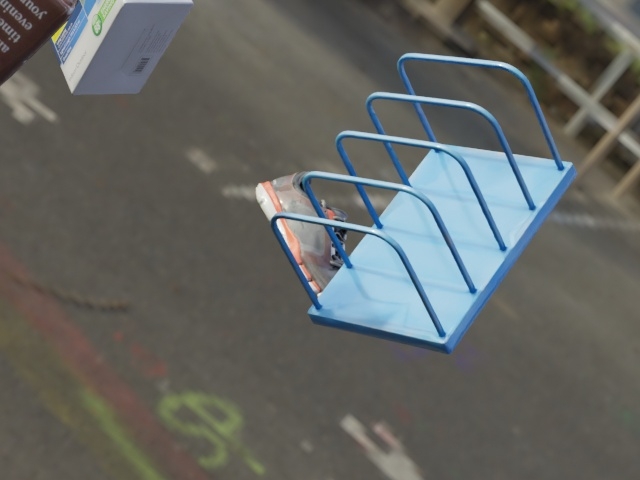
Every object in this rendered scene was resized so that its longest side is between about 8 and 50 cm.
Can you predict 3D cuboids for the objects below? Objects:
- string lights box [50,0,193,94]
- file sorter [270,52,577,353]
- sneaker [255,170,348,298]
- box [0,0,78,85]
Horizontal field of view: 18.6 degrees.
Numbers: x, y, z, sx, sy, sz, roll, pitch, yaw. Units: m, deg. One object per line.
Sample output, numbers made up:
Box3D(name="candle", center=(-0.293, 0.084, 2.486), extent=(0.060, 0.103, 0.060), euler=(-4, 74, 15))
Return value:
Box3D(name="string lights box", center=(-0.217, -0.277, 1.812), extent=(0.077, 0.133, 0.259), euler=(-5, 58, -36))
Box3D(name="file sorter", center=(0.065, -0.030, 1.286), extent=(0.118, 0.170, 0.104), euler=(10, -38, 41))
Box3D(name="sneaker", center=(0.000, 0.000, 1.712), extent=(0.158, 0.065, 0.061), euler=(61, -2, 24))
Box3D(name="box", center=(-0.336, -0.089, 1.179), extent=(0.191, 0.381, 0.143), euler=(46, 11, -14))
